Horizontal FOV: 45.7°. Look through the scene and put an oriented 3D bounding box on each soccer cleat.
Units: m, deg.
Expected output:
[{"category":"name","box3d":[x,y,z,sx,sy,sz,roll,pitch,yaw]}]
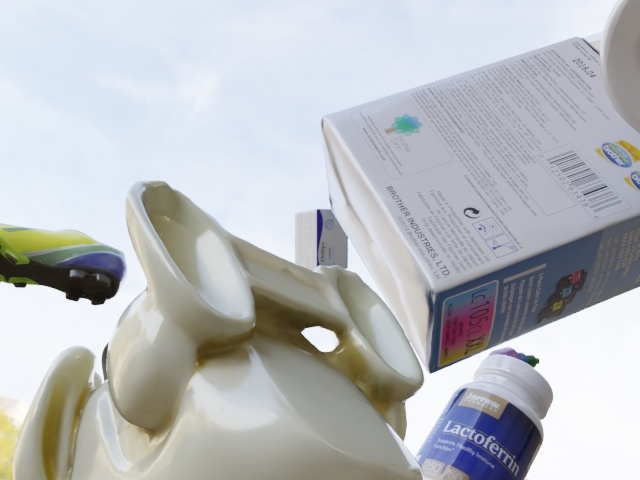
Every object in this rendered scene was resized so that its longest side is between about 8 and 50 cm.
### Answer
[{"category":"soccer cleat","box3d":[-0.453,0.017,1.218,0.289,0.121,0.093,19,-56,-13]}]

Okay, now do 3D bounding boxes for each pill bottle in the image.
[{"category":"pill bottle","box3d":[0.380,-0.191,0.699,0.161,0.283,0.161,17,-62,34]},{"category":"pill bottle","box3d":[0.239,0.308,1.133,0.153,0.265,0.153,26,-35,20]}]

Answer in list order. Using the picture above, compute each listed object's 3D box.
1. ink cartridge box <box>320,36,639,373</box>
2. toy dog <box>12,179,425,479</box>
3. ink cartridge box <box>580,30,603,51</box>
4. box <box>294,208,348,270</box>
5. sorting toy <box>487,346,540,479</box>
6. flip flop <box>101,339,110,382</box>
[{"category":"ink cartridge box","box3d":[0.234,-0.062,0.829,0.395,0.270,0.151,-20,-38,-10]},{"category":"toy dog","box3d":[-0.106,0.231,0.623,0.284,0.395,0.408,20,-64,-45]},{"category":"ink cartridge box","box3d":[0.482,-0.181,1.161,0.211,0.121,0.289,-150,-136,-75]},{"category":"box","box3d":[0.000,0.000,1.580,0.072,0.126,0.137,0,-1,-21]},{"category":"sorting toy","box3d":[0.398,0.394,1.560,0.126,0.366,0.127,0,9,-24]},{"category":"flip flop","box3d":[-0.282,0.271,1.153,0.112,0.277,0.080,-27,-21,14]}]
